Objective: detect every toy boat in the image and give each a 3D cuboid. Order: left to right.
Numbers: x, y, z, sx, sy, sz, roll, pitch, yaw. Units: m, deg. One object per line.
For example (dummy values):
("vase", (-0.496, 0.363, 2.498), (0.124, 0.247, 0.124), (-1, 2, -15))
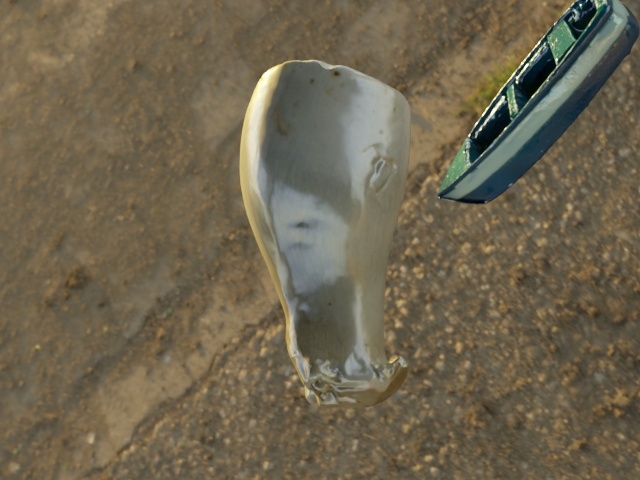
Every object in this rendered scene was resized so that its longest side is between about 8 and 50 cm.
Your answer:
("toy boat", (0.234, -0.142, 1.007), (0.299, 0.062, 0.096), (-53, 19, 33))

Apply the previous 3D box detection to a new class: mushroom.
("mushroom", (0.000, 0.000, 0.593), (0.116, 0.093, 0.225), (5, 94, 30))
